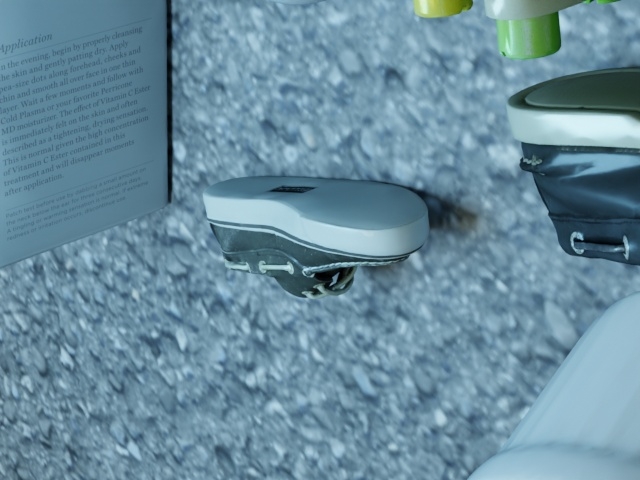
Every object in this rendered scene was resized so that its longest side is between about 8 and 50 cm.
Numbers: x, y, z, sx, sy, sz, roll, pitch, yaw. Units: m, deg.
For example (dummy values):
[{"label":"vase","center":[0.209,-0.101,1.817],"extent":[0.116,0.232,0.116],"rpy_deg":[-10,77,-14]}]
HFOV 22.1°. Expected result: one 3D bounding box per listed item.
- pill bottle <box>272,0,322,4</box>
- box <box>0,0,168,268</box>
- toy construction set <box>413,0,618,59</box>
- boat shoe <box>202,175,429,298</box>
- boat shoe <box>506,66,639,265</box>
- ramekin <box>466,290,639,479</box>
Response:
[{"label":"pill bottle","center":[-0.048,-0.226,0.981],"extent":[0.264,0.146,0.146],"rpy_deg":[23,124,41]},{"label":"box","center":[-0.241,-0.190,1.208],"extent":[0.215,0.168,0.345],"rpy_deg":[28,127,39]},{"label":"toy construction set","center":[0.179,-0.136,0.700],"extent":[0.327,0.215,0.151],"rpy_deg":[30,129,38]},{"label":"boat shoe","center":[0.000,0.000,1.098],"extent":[0.219,0.078,0.070],"rpy_deg":[11,116,56]},{"label":"boat shoe","center":[0.225,-0.009,0.783],"extent":[0.340,0.127,0.113],"rpy_deg":[12,119,48]},{"label":"ramekin","center":[0.214,0.143,0.781],"extent":[0.277,0.135,0.277],"rpy_deg":[28,157,13]}]
